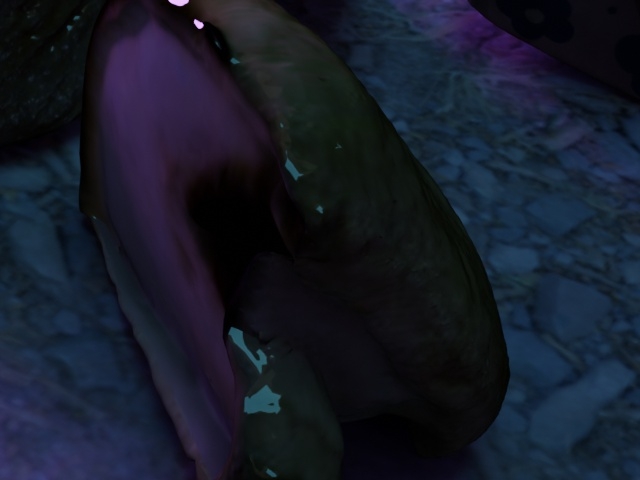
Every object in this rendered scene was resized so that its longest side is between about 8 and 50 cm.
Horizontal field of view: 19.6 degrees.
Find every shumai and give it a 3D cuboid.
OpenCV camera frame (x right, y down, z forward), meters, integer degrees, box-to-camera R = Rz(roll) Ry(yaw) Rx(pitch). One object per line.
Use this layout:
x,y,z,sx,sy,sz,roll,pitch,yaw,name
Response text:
-0.208,-0.144,1.058,0.153,0.161,0.209,18,54,42,shumai

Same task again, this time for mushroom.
0.001,-0.010,0.871,0.212,0.217,0.292,5,38,-16,mushroom

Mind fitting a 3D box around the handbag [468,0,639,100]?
0.236,-0.216,1.182,0.193,0.251,0.190,39,42,5,handbag
